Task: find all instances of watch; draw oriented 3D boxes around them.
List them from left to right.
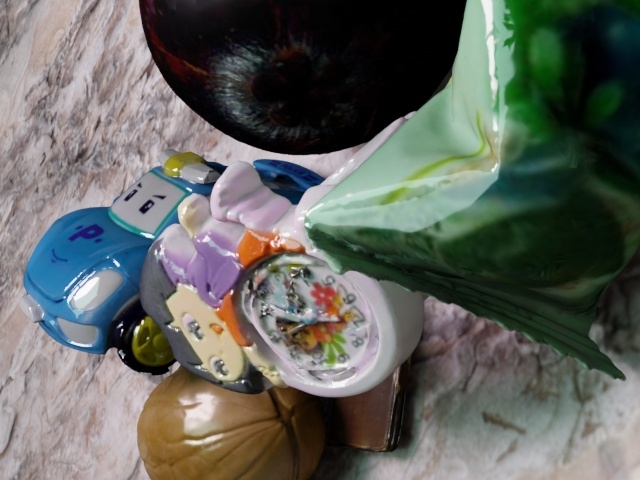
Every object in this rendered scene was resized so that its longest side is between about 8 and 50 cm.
[{"bbox_3d":[0.000,0.000,0.829,0.196,0.231,0.244,48,131,-8],"label":"watch"}]

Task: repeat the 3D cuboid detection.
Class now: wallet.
[{"bbox_3d":[0.049,0.104,0.948,0.095,0.026,0.176,-7,72,52],"label":"wallet"}]

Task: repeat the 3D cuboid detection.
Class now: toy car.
[{"bbox_3d":[-0.130,0.001,0.979,0.198,0.314,0.166,29,127,52],"label":"toy car"}]

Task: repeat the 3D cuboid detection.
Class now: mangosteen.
[{"bbox_3d":[-0.013,-0.233,0.901,0.300,0.300,0.300,-16,70,50],"label":"mangosteen"}]

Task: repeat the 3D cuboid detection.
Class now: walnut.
[{"bbox_3d":[-0.085,0.180,0.988,0.207,0.167,0.167,-23,64,56],"label":"walnut"}]

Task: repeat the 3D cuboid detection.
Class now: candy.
[{"bbox_3d":[0.173,-0.125,0.650,0.397,0.263,0.172,-64,32,20],"label":"candy"}]
